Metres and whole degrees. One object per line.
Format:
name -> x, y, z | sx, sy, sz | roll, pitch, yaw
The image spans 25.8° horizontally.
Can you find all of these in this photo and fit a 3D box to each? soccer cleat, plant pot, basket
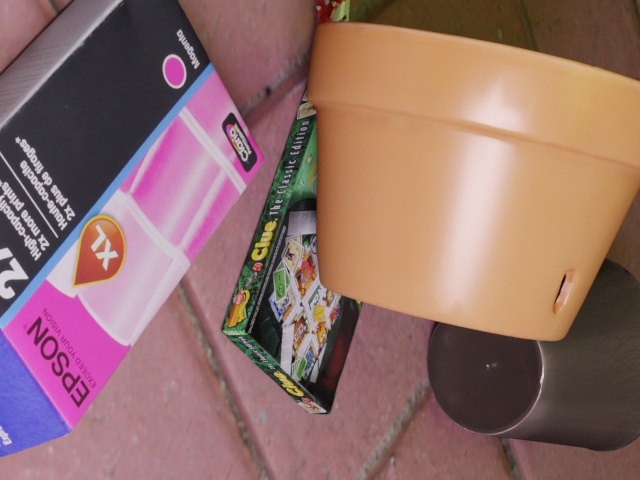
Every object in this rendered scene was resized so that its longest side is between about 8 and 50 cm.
soccer cleat -> 0.012, -0.191, 1.217 | 0.035, 0.029, 0.083 | 37, 59, -58
plant pot -> 0.116, -0.041, 1.102 | 0.291, 0.291, 0.203 | 10, 93, -55
basket -> 0.219, 0.118, 1.373 | 0.227, 0.154, 0.204 | 0, 84, -52

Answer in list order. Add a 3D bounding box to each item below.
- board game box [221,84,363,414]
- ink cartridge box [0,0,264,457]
board game box -> 0.000, 0.000, 1.171 | 0.136, 0.030, 0.259 | 47, 49, -39
ink cartridge box -> -0.172, -0.009, 0.897 | 0.371, 0.069, 0.175 | -56, 130, -40
